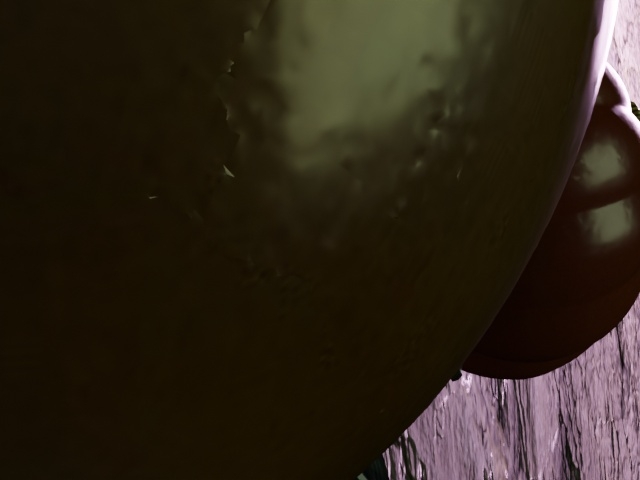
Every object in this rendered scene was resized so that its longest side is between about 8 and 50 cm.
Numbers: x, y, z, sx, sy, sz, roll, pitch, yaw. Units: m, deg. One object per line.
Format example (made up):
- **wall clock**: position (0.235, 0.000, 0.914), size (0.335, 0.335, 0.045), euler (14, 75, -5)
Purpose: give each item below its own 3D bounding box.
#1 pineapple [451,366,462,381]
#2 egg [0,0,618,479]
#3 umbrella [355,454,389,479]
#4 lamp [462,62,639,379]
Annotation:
- **pineapple**: position (0.000, 0.000, 0.910), size (0.340, 0.169, 0.169), euler (67, 24, -59)
- **egg**: position (-0.064, -0.074, 0.499), size (0.282, 0.283, 0.351), euler (61, 30, -51)
- **umbrella**: position (-0.040, 0.118, 0.872), size (0.224, 0.071, 0.080), euler (14, 56, -65)
- **lamp**: position (0.097, -0.029, 1.126), size (0.223, 0.197, 0.223), euler (48, -33, 48)
